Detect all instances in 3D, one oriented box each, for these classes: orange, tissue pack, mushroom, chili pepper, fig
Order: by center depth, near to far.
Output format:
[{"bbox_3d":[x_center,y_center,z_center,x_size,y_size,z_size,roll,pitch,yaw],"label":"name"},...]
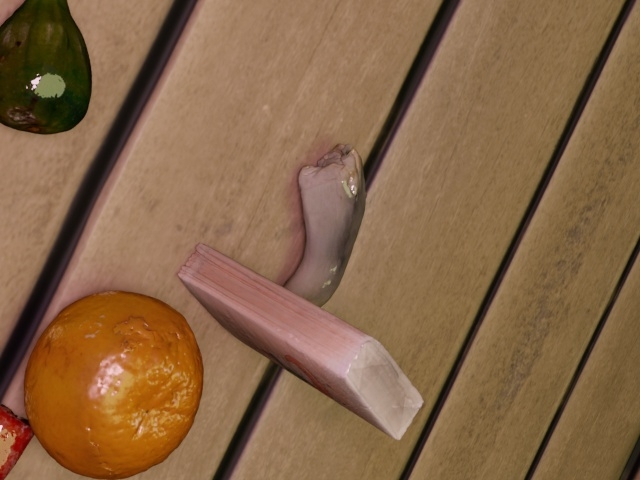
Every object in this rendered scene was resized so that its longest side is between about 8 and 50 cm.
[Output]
[{"bbox_3d":[-0.286,-0.200,1.083,0.117,0.117,0.177,11,90,-47],"label":"fig"},{"bbox_3d":[-0.389,0.251,1.207,0.123,0.070,0.073,-56,154,-13],"label":"chili pepper"},{"bbox_3d":[-0.240,0.167,1.225,0.219,0.193,0.219,-36,145,-30],"label":"orange"},{"bbox_3d":[-0.032,0.122,1.312,0.071,0.325,0.170,-52,137,-14],"label":"tissue pack"},{"bbox_3d":[0.002,-0.001,1.464,0.096,0.099,0.278,1,111,-39],"label":"mushroom"}]
